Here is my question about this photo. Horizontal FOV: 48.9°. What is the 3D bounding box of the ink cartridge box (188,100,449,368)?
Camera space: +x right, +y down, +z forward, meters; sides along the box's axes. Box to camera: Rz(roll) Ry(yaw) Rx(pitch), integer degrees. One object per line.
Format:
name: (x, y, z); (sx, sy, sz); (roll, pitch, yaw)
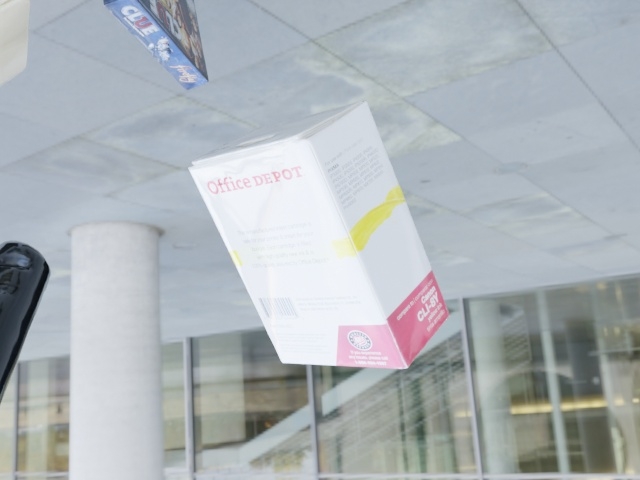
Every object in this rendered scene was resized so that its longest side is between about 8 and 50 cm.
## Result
ink cartridge box: (0.000, 0.000, 1.124); (0.279, 0.384, 0.160); (-5, -155, 44)

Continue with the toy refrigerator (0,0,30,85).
toy refrigerator: (-0.336, -0.112, 0.479); (0.102, 0.269, 0.094); (38, 142, 0)

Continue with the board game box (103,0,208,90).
board game box: (-0.237, -0.343, 1.006); (0.042, 0.165, 0.243); (-15, 164, 10)

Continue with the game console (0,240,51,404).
game console: (-0.231, 0.197, 0.243); (0.060, 0.342, 0.386); (33, -165, -23)
